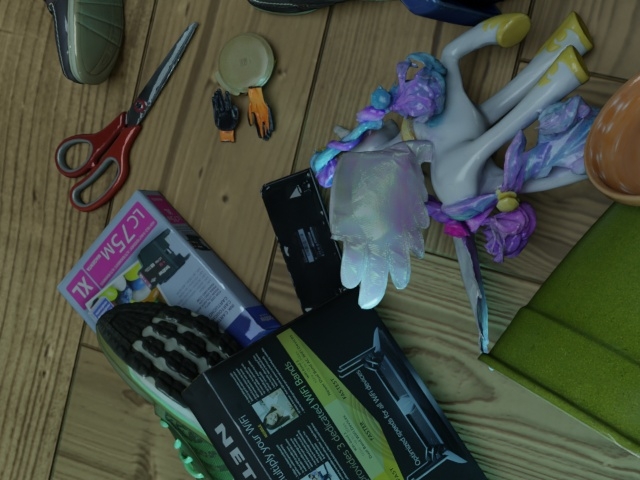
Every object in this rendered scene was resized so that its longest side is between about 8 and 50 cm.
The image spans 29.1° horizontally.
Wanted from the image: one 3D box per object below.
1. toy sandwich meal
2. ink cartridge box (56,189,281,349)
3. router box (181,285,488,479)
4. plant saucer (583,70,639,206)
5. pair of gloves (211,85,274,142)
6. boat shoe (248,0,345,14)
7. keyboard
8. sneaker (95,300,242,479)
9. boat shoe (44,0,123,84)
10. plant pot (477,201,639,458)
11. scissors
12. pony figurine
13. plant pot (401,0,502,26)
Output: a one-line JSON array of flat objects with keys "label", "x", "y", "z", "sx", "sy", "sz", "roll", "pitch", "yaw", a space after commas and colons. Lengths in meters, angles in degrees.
[{"label": "toy sandwich meal", "x": -0.094, "y": -0.224, "z": 1.581, "sx": 0.085, "sy": 0.029, "sz": 0.085, "roll": 0, "pitch": 89, "yaw": 19}, {"label": "ink cartridge box", "x": -0.185, "y": 0.104, "z": 1.603, "sx": 0.311, "sy": 0.065, "sz": 0.186, "roll": 46, "pitch": 106, "yaw": 14}, {"label": "router box", "x": 0.026, "y": 0.237, "z": 1.412, "sx": 0.309, "sy": 0.243, "sz": 0.081, "roll": 57, "pitch": 145, "yaw": 9}, {"label": "plant saucer", "x": 0.347, "y": -0.107, "z": 1.175, "sx": 0.200, "sy": 0.200, "sz": 0.037, "roll": -30, "pitch": 124, "yaw": 23}, {"label": "pair of gloves", "x": -0.100, "y": -0.162, "z": 1.579, "sx": 0.083, "sy": 0.010, "sz": 0.074, "roll": 0, "pitch": 115, "yaw": 23}, {"label": "boat shoe", "x": 0.001, "y": -0.325, "z": 1.515, "sx": 0.223, "sy": 0.073, "sz": 0.080, "roll": 0, "pitch": 90, "yaw": 22}, {"label": "keyboard", "x": 0.000, "y": 0.000, "z": 1.534, "sx": 0.108, "sy": 0.023, "sz": 0.180, "roll": -18, "pitch": 93, "yaw": 27}, {"label": "sneaker", "x": -0.131, "y": 0.248, "z": 1.506, "sx": 0.410, "sy": 0.158, "sz": 0.182, "roll": 41, "pitch": 123, "yaw": 0}, {"label": "boat shoe", "x": -0.327, "y": -0.342, "z": 1.638, "sx": 0.092, "sy": 0.103, "sz": 0.285, "roll": -6, "pitch": 85, "yaw": 27}, {"label": "plant pot", "x": 0.406, "y": 0.064, "z": 1.236, "sx": 0.366, "sy": 0.366, "sz": 0.353, "roll": 31, "pitch": 89, "yaw": 19}, {"label": "scissors", "x": -0.243, "y": -0.158, "z": 1.648, "sx": 0.297, "sy": 0.021, "sz": 0.109, "roll": -39, "pitch": 74, "yaw": 17}, {"label": "pony figurine", "x": 0.157, "y": -0.074, "z": 1.379, "sx": 0.363, "sy": 0.303, "sz": 0.351, "roll": -30, "pitch": 48, "yaw": 23}, {"label": "plant pot", "x": 0.161, "y": -0.373, "z": 1.372, "sx": 0.212, "sy": 0.236, "sz": 0.236, "roll": -43, "pitch": 75, "yaw": 24}]
